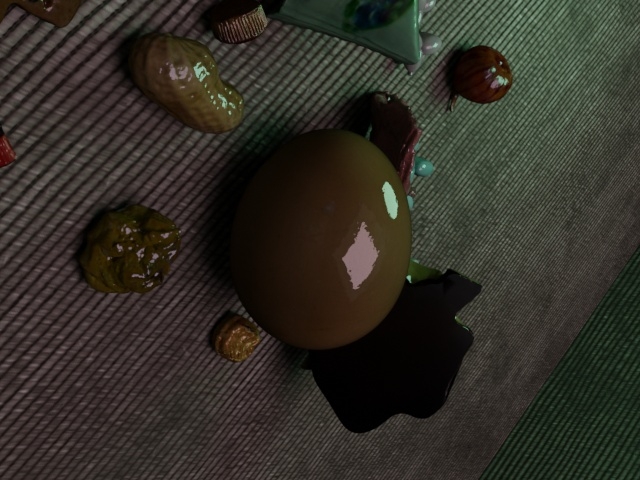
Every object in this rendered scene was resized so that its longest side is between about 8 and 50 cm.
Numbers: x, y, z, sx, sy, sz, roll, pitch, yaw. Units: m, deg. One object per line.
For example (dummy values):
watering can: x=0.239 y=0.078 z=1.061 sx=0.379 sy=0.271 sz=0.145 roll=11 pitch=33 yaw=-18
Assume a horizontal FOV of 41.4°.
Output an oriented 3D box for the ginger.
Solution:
ginger: x=0.130 y=0.156 z=1.718 sx=0.358 sy=0.211 sz=0.413 roll=-5 pitch=106 yaw=-2

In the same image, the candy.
candy: x=0.102 y=-0.489 z=1.308 sx=0.263 sy=0.172 sz=0.398 roll=19 pitch=89 yaw=-32

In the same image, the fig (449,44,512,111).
fig: x=0.338 y=-0.340 z=1.783 sx=0.128 sy=0.128 sz=0.150 roll=-47 pitch=172 yaw=-21

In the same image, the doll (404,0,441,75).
doll: x=0.173 y=-0.391 z=1.575 sx=0.160 sy=0.059 sz=0.161 roll=4 pitch=109 yaw=-52

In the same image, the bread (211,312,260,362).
bread: x=-0.155 y=0.180 z=1.553 sx=0.083 sy=0.044 sz=0.111 roll=-56 pitch=148 yaw=-7

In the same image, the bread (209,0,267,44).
bread: x=-0.119 y=-0.312 z=1.224 sx=0.085 sy=0.085 sz=0.053 roll=-40 pitch=134 yaw=-29

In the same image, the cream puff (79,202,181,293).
cream puff: x=-0.267 y=0.022 z=1.236 sx=0.146 sy=0.116 sz=0.146 roll=-34 pitch=136 yaw=-40

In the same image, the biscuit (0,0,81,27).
biscuit: x=-0.370 y=-0.337 z=0.913 sx=0.301 sy=0.043 sz=0.278 roll=-36 pitch=138 yaw=-33

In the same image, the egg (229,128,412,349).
egg: x=0.000 y=0.000 z=1.404 sx=0.301 sy=0.301 sz=0.374 roll=-17 pitch=117 yaw=-46

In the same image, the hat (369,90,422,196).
hat: x=0.119 y=-0.123 z=1.564 sx=0.107 sy=0.236 sz=0.286 roll=10 pitch=111 yaw=-13

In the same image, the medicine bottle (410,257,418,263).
medicine bottle: x=0.170 y=0.048 z=1.851 sx=0.047 sy=0.083 sz=0.047 roll=-31 pitch=135 yaw=-37

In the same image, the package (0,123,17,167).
package: x=-0.455 y=-0.081 z=0.998 sx=0.200 sy=0.022 sz=0.083 roll=-40 pitch=141 yaw=-31

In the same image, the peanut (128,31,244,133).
peanut: x=-0.181 y=-0.218 z=1.196 sx=0.108 sy=0.095 sz=0.226 roll=-56 pitch=146 yaw=-3

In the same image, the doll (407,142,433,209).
doll: x=0.170 y=-0.149 z=1.737 sx=0.158 sy=0.059 sz=0.159 roll=24 pitch=94 yaw=-56
